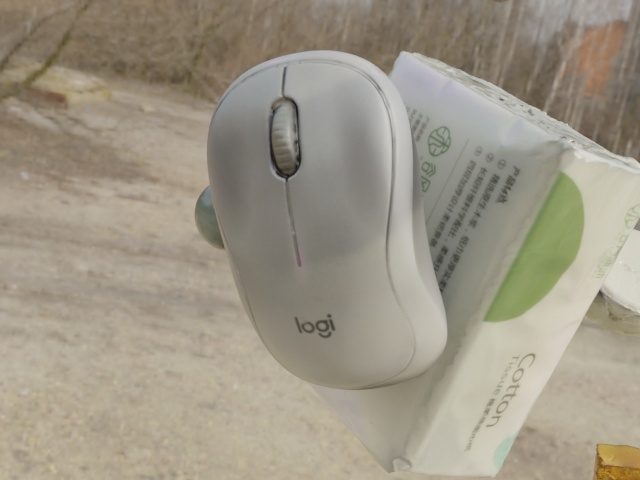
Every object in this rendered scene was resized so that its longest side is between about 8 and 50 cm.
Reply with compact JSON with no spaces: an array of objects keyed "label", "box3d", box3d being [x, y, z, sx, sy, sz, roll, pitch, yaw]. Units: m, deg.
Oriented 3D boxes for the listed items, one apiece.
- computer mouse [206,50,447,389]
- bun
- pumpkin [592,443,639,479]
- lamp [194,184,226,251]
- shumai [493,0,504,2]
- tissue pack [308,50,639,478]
[{"label":"computer mouse","box3d":[0.000,0.000,0.799,0.184,0.296,0.121,-1,24,25]},{"label":"bun","box3d":[0.347,0.058,1.127,0.138,0.094,0.138,7,50,-8]},{"label":"pumpkin","box3d":[0.395,0.301,1.260,0.083,0.074,0.054,8,34,14]},{"label":"lamp","box3d":[-0.120,-0.035,1.326,0.105,0.105,0.105,12,10,-2]},{"label":"shumai","box3d":[0.179,-0.465,1.134,0.283,0.346,0.217,20,36,21]},{"label":"tissue pack","box3d":[0.129,0.025,0.987,0.194,0.356,0.266,12,21,-41]}]
